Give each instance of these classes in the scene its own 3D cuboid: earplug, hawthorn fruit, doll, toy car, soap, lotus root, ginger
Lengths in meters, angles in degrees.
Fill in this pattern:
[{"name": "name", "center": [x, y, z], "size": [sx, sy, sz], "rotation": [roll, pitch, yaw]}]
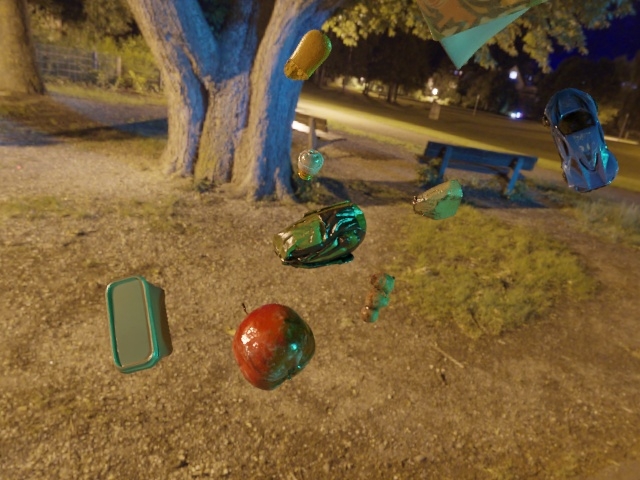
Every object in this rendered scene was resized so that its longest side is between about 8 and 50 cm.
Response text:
[{"name": "earplug", "center": [0.399, -0.552, 1.064], "size": [0.301, 0.172, 0.172], "rotation": [-31, 2, 26]}, {"name": "hawthorn fruit", "center": [-0.154, 0.279, 1.350], "size": [0.241, 0.242, 0.272], "rotation": [-15, 56, -49]}, {"name": "doll", "center": [-0.027, -0.243, 1.417], "size": [0.073, 0.127, 0.084], "rotation": [24, 58, -3]}, {"name": "toy car", "center": [0.527, -0.205, 0.954], "size": [0.103, 0.216, 0.063], "rotation": [-19, 1, 19]}, {"name": "soap", "center": [-0.039, -0.536, 1.387], "size": [0.089, 0.168, 0.033], "rotation": [38, 26, -6]}, {"name": "lotus root", "center": [0.352, -0.107, 1.428], "size": [0.144, 0.143, 0.070], "rotation": [-16, 64, 2]}, {"name": "ginger", "center": [0.212, 0.219, 1.792], "size": [0.104, 0.204, 0.080], "rotation": [15, 9, -13]}]

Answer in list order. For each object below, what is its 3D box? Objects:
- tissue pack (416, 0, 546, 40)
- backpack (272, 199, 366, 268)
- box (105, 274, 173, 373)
[{"name": "tissue pack", "center": [0.297, -0.509, 0.805], "size": [0.310, 0.228, 0.128], "rotation": [-1, 50, 44]}, {"name": "backpack", "center": [0.000, 0.000, 1.261], "size": [0.253, 0.140, 0.207], "rotation": [-18, -16, -5]}, {"name": "box", "center": [-0.530, 0.252, 1.412], "size": [0.138, 0.274, 0.178], "rotation": [-14, -15, 2]}]
